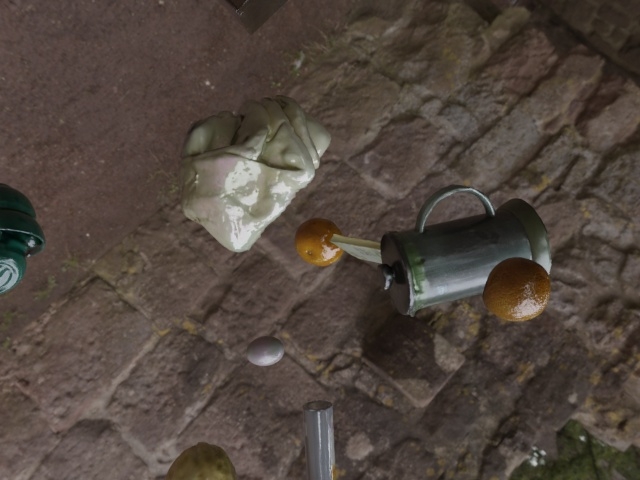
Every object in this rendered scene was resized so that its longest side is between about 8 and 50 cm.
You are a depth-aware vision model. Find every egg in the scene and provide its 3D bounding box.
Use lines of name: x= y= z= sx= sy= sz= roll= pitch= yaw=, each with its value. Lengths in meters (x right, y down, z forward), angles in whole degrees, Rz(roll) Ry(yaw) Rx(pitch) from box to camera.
egg: x=-0.196 y=0.391 z=1.739 sx=0.135 sy=0.103 sz=0.103 roll=-6 pitch=152 yaw=-13

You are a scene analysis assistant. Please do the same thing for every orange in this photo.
orange: x=0.000 y=0.000 z=1.505 sx=0.136 sy=0.159 sz=0.158 roll=-49 pitch=170 yaw=-43
orange: x=0.240 y=0.060 z=0.603 sx=0.085 sy=0.085 sz=0.085 roll=-46 pitch=166 yaw=-14

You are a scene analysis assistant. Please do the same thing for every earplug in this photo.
earplug: x=-0.708 y=0.010 z=1.009 sx=0.258 sy=0.279 sz=0.164 roll=-3 pitch=156 yaw=-6

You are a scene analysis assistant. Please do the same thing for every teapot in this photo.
teapot: x=0.285 y=0.016 z=1.052 sx=0.338 sy=0.270 sz=0.200 roll=-13 pitch=-157 yaw=-8

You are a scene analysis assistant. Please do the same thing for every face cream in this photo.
face cream: x=-0.001 y=0.527 z=1.171 sx=0.107 sy=0.073 sz=0.268 roll=54 pitch=33 yaw=-84

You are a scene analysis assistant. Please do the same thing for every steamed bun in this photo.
steamed bun: x=-0.132 y=-0.142 z=0.853 sx=0.280 sy=0.207 sz=0.268 roll=-44 pitch=-164 yaw=22

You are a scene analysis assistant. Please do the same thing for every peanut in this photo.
peanut: x=-0.216 y=0.513 z=0.923 sx=0.147 sy=0.147 sz=0.305 roll=-34 pitch=125 yaw=-49

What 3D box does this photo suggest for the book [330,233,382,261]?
book: x=0.193 y=0.041 z=1.306 sx=0.201 sy=0.290 sz=0.026 roll=31 pitch=73 yaw=-56

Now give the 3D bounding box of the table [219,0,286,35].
table: x=-0.207 y=-0.750 z=1.419 sx=0.193 sy=0.172 sz=0.169 roll=-42 pitch=175 yaw=6
